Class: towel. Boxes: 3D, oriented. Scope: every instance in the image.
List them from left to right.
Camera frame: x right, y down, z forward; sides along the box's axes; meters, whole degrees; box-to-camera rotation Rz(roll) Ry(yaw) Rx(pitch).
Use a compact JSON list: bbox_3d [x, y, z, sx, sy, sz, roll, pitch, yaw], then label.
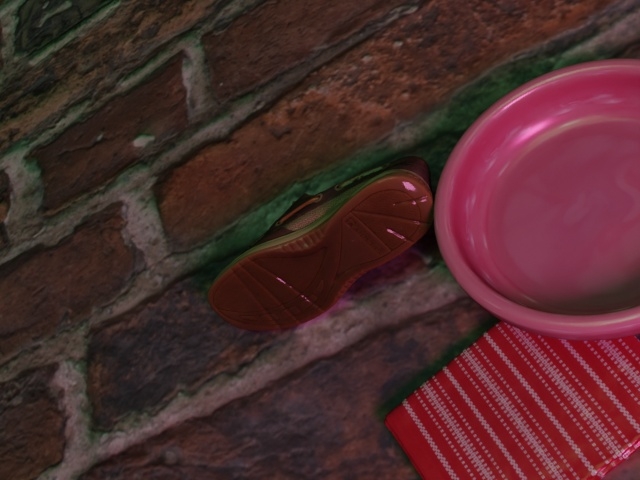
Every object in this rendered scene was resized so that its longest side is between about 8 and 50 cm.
[{"bbox_3d":[0.216,0.182,0.831,0.275,0.031,0.198,-40,51,7],"label":"towel"}]

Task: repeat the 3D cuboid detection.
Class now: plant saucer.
[{"bbox_3d":[0.290,-0.041,0.841,0.332,0.084,0.332,-15,54,22],"label":"plant saucer"}]

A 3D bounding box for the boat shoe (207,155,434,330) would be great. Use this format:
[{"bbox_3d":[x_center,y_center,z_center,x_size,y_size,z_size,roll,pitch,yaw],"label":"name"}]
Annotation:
[{"bbox_3d":[0.000,0.000,1.010,0.342,0.123,0.123,-35,20,28],"label":"boat shoe"}]
